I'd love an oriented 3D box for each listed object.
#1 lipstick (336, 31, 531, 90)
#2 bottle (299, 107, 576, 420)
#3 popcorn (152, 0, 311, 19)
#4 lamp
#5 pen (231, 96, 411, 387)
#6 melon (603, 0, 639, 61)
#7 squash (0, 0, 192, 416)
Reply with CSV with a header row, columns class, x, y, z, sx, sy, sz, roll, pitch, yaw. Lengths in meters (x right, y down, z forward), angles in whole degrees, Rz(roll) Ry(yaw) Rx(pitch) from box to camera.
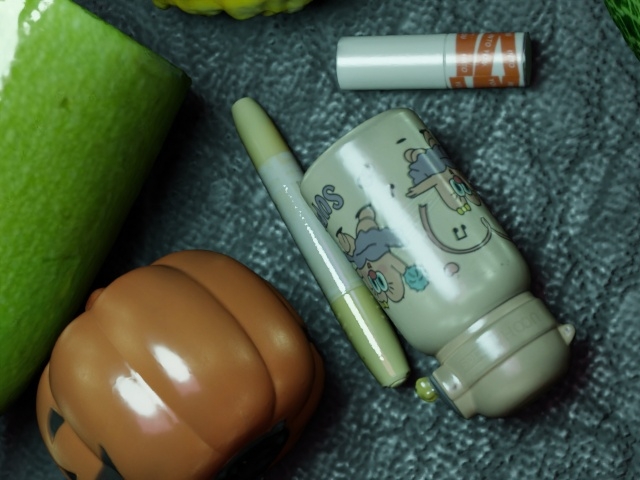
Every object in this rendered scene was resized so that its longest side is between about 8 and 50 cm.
class,x,y,z,sx,sy,sz,roll,pitch,yaw
lipstick,0.078,-0.123,1.365,0.130,0.038,0.038,0,83,13
bottle,0.076,0.024,1.317,0.110,0.097,0.209,-35,77,-2
popcorn,-0.056,-0.258,1.316,0.266,0.192,0.233,-15,102,41
lamp,-0.097,0.092,1.307,0.187,0.187,0.164,-45,73,4
pen,0.000,0.000,1.373,0.032,0.040,0.233,-31,73,7
melon,0.284,-0.245,1.235,0.331,0.226,0.344,22,95,47
squash,-0.237,-0.022,1.326,0.210,0.233,0.309,32,92,15
